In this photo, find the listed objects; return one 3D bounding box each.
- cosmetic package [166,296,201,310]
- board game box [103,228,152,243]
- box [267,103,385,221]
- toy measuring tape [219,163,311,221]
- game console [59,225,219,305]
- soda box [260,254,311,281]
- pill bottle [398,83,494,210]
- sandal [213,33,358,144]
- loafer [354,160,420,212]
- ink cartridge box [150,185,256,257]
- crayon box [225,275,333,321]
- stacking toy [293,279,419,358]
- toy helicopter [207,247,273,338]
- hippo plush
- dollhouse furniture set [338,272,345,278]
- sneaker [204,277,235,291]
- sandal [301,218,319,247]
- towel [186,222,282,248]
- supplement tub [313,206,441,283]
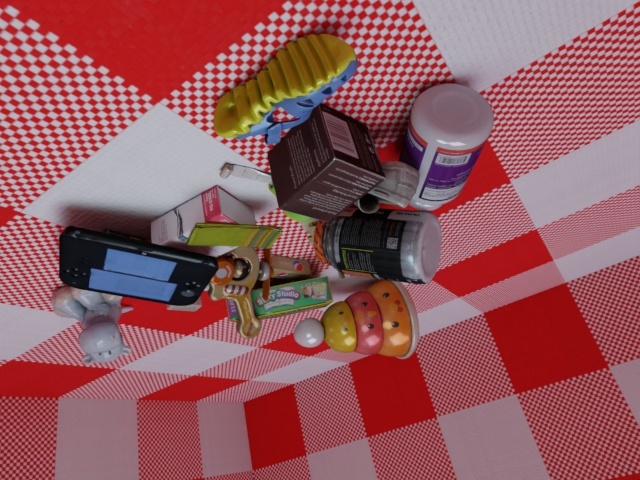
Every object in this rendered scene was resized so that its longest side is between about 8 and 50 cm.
[{"bbox_3d":[-0.513,0.235,1.750,0.115,0.041,0.060,13,142,-41],"label":"cosmetic package"},{"bbox_3d":[-0.628,0.053,1.375,0.260,0.030,0.136,-33,149,32],"label":"board game box"},{"bbox_3d":[0.009,-0.175,1.093,0.167,0.168,0.203,12,143,-41],"label":"box"},{"bbox_3d":[-0.100,-0.115,1.215,0.330,0.121,0.121,9,144,-37],"label":"toy measuring tape"},{"bbox_3d":[-0.509,0.088,1.290,0.387,0.060,0.342,14,152,-23],"label":"game console"},{"bbox_3d":[-0.121,0.099,1.657,0.181,0.061,0.058,13,142,-41],"label":"soda box"},{"bbox_3d":[0.289,-0.210,1.146,0.182,0.181,0.323,-10,153,-7],"label":"pill bottle"},{"bbox_3d":[-0.060,-0.286,0.924,0.318,0.126,0.138,-20,156,30],"label":"sandal"},{"bbox_3d":[0.112,-0.126,1.174,0.112,0.111,0.319,20,171,-30],"label":"loafer"},{"bbox_3d":[-0.321,-0.029,1.285,0.237,0.100,0.172,-25,150,18],"label":"ink cartridge box"},{"bbox_3d":[-0.150,0.230,1.748,0.363,0.106,0.313,-11,171,-6],"label":"crayon box"},{"bbox_3d":[0.125,0.353,1.895,0.480,0.350,0.350,-10,152,-19],"label":"stacking toy"},{"bbox_3d":[-0.243,0.157,1.501,0.235,0.140,0.354,-21,117,-25],"label":"toy helicopter"},{"bbox_3d":[-0.748,0.283,1.520,0.235,0.236,0.294,-5,151,-18],"label":"hippo plush"},{"bbox_3d":[0.148,0.030,1.623,0.212,0.160,0.242,-16,174,5],"label":"dollhouse furniture set"},{"bbox_3d":[-0.353,0.113,1.575,0.225,0.088,0.092,3,127,-29],"label":"sneaker"},{"bbox_3d":[0.006,-0.002,1.509,0.088,0.079,0.240,-18,152,7],"label":"sandal"},{"bbox_3d":[-0.226,-0.009,1.240,0.237,0.021,0.102,2,146,-30],"label":"towel"},{"bbox_3d":[0.163,0.008,1.357,0.338,0.207,0.207,6,164,31],"label":"supplement tub"}]
